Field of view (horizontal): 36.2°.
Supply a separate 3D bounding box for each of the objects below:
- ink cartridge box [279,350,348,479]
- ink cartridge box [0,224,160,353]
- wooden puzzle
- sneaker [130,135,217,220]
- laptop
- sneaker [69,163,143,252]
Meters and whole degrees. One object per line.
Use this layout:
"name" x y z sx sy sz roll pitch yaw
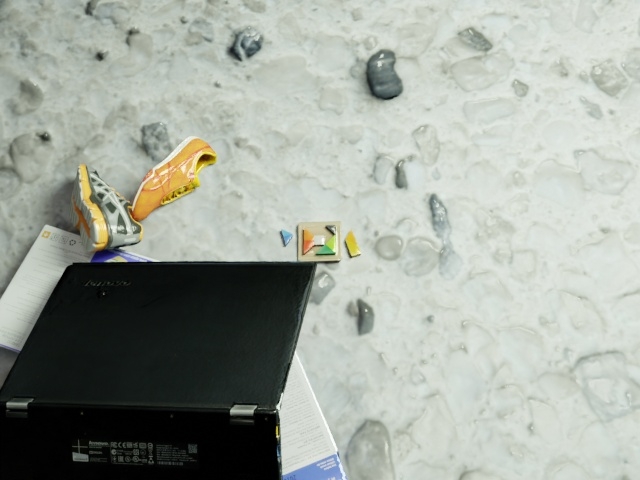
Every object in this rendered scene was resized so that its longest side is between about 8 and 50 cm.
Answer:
"ink cartridge box" -0.096 0.239 1.344 0.186 0.065 0.311 -21 59 -7
"ink cartridge box" -0.368 0.094 1.458 0.206 0.045 0.208 17 61 13
"wooden puzzle" 0.000 0.000 1.504 0.116 0.014 0.078 -8 59 0
"sneaker" -0.232 -0.094 1.550 0.067 0.064 0.175 37 71 12
"laptop" -0.207 0.245 1.306 0.382 0.236 0.407 -1 96 14
"sneaker" -0.334 -0.047 1.510 0.083 0.084 0.215 1 34 -26
